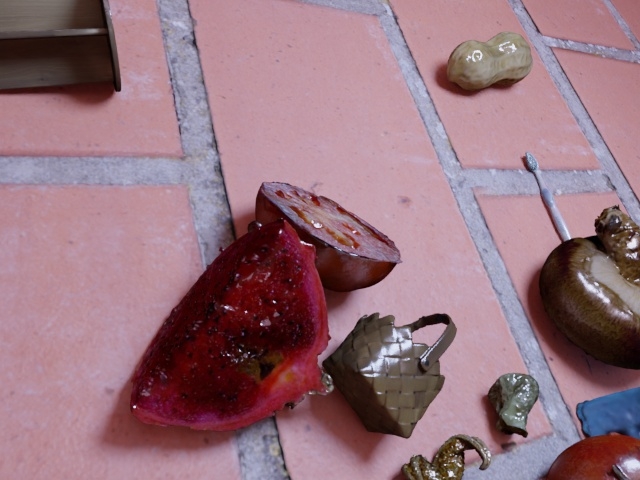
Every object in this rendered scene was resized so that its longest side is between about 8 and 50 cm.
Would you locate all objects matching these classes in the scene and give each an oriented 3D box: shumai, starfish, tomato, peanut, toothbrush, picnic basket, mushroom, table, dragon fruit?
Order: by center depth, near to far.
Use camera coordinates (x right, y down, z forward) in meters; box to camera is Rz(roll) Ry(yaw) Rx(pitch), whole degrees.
[{"bbox_3d":[-0.082,0.127,0.644,0.211,0.134,0.262,45,80,-16],"label":"dragon fruit"},{"bbox_3d":[0.161,0.335,0.656,0.189,0.074,0.146,-11,65,-31],"label":"starfish"},{"bbox_3d":[0.106,0.153,0.702,0.178,0.128,0.138,-39,103,-27],"label":"picnic basket"},{"bbox_3d":[0.391,0.349,0.711,0.167,0.167,0.167,12,57,-19],"label":"tomato"},{"bbox_3d":[-0.405,-0.279,0.718,0.226,0.167,0.167,-12,67,-21],"label":"table"},{"bbox_3d":[-0.001,0.001,0.734,0.225,0.085,0.225,28,17,-10],"label":"tomato"},{"bbox_3d":[0.290,0.245,0.770,0.082,0.083,0.080,-19,42,5],"label":"shumai"},{"bbox_3d":[0.520,0.087,0.931,0.297,0.163,0.278,-1,70,-26],"label":"mushroom"},{"bbox_3d":[0.479,-0.072,1.090,0.027,0.021,0.269,12,54,-46],"label":"toothbrush"},{"bbox_3d":[0.386,-0.401,1.178,0.274,0.125,0.111,-22,72,-34],"label":"peanut"}]

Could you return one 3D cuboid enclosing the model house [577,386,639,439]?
[{"bbox_3d":[0.584,0.290,0.758,0.237,0.303,0.216,6,52,-22],"label":"model house"}]
